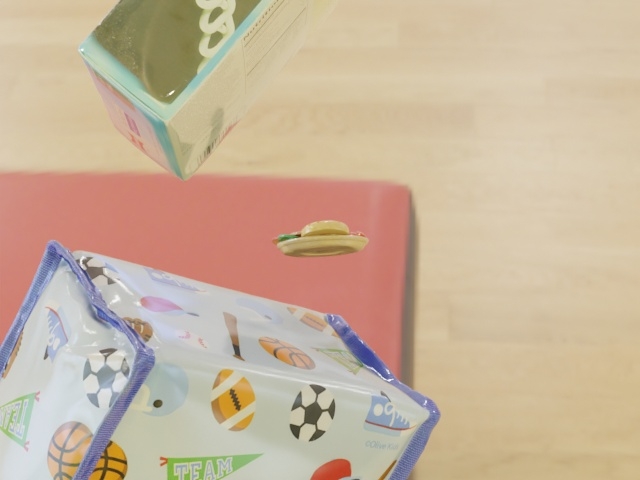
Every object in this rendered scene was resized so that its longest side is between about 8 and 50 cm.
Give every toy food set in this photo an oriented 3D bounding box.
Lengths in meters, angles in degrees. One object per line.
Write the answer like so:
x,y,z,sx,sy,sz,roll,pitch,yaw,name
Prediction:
0.000,0.000,1.296,0.083,0.020,0.083,-11,-11,37,toy food set

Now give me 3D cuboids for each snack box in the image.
0.006,-0.182,0.786,0.060,0.187,0.322,39,83,2,snack box

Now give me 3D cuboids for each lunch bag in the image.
-0.146,0.229,1.272,0.328,0.385,0.239,16,17,-36,lunch bag
